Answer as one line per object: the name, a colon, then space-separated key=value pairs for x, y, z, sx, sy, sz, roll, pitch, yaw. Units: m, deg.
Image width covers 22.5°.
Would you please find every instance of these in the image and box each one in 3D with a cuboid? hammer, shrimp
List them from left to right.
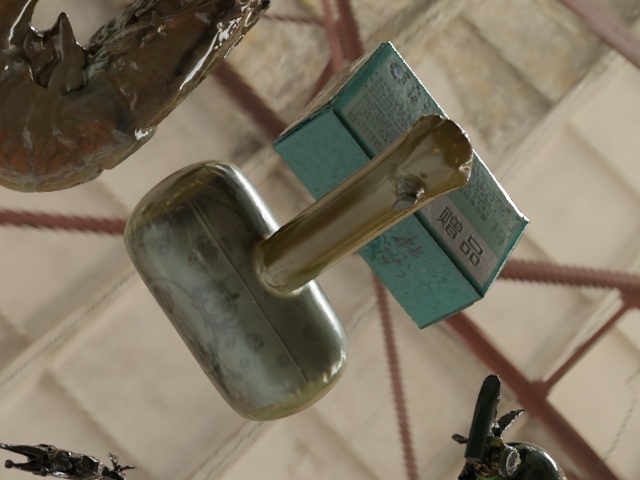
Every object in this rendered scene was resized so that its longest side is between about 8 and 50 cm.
shrimp: x=-0.123 y=-0.138 z=0.957 sx=0.145 sy=0.254 sz=0.059 roll=43 pitch=-177 yaw=-28
hammer: x=0.000 y=0.000 z=1.138 sx=0.202 sy=0.305 sz=0.113 roll=55 pitch=-138 yaw=-4

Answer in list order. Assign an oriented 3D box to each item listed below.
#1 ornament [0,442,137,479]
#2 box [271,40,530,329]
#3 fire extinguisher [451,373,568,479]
ornament: x=-0.190 y=0.171 z=1.228 sx=0.073 sy=0.125 sz=0.028 roll=6 pitch=-99 yaw=26
box: x=0.084 y=-0.056 z=1.597 sx=0.245 sy=0.092 sz=0.153 roll=51 pitch=-140 yaw=-10
fire extinguisher: x=0.188 y=0.252 z=1.346 sx=0.114 sy=0.095 sz=0.311 roll=-54 pitch=-52 yaw=-28
